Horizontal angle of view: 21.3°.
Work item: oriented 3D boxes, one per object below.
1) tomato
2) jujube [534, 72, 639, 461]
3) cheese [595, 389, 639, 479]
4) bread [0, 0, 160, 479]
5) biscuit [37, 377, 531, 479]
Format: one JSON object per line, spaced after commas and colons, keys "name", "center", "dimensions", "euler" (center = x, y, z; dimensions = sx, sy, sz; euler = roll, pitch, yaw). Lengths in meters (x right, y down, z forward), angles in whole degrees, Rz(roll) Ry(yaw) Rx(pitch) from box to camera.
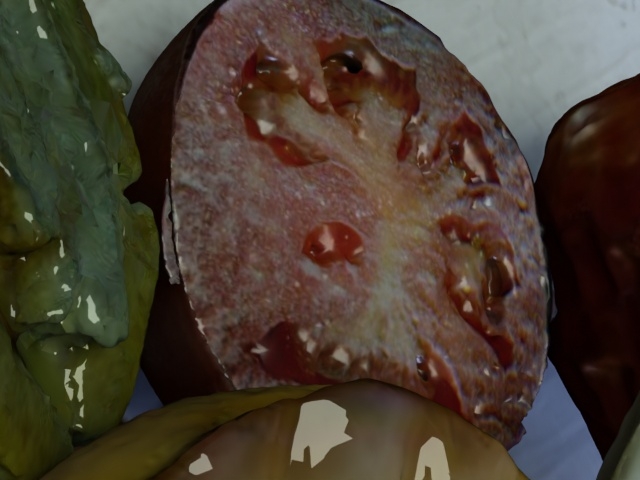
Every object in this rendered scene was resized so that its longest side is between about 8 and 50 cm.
{"name": "tomato", "center": [-0.001, 0.002, 0.711], "dimensions": [0.225, 0.085, 0.225], "euler": [15, 65, -36]}
{"name": "jujube", "center": [0.189, 0.039, 0.805], "dimensions": [0.174, 0.174, 0.250], "euler": [-30, 102, -41]}
{"name": "cheese", "center": [0.124, 0.159, 0.696], "dimensions": [0.085, 0.034, 0.400], "euler": [26, 86, -7]}
{"name": "bread", "center": [-0.142, -0.034, 0.562], "dimensions": [0.257, 0.124, 0.186], "euler": [65, 31, -14]}
{"name": "biscuit", "center": [-0.016, 0.191, 0.565], "dimensions": [0.296, 0.102, 0.296], "euler": [-1, 92, -41]}
